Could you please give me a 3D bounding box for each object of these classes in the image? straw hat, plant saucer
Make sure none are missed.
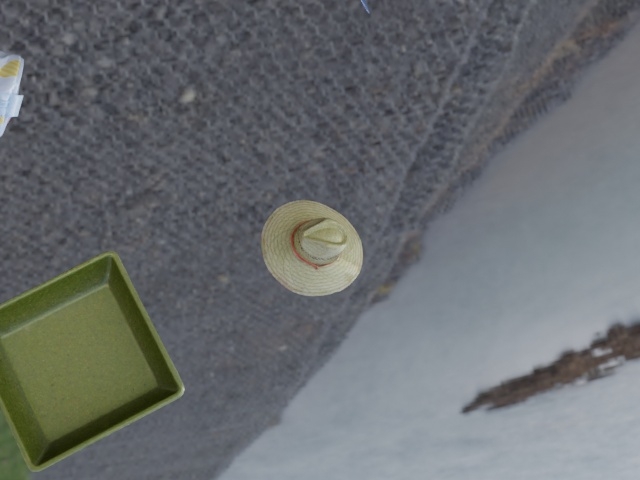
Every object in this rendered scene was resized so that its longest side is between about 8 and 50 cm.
[{"bbox_3d":[0.000,0.000,1.323,0.144,0.144,0.061,-3,163,-23],"label":"straw hat"},{"bbox_3d":[-0.274,0.135,1.149,0.188,0.188,0.045,-27,169,-8],"label":"plant saucer"}]

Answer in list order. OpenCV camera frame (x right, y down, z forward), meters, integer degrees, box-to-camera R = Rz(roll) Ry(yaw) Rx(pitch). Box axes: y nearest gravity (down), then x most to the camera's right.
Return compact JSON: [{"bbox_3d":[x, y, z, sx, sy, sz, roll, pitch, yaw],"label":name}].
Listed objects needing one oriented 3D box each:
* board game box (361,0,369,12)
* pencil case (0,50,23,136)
[{"bbox_3d":[0.025,-0.416,1.546,0.033,0.169,0.133,-24,178,10],"label":"board game box"},{"bbox_3d":[-0.503,-0.216,1.238,0.273,0.113,0.124,18,175,-26],"label":"pencil case"}]
